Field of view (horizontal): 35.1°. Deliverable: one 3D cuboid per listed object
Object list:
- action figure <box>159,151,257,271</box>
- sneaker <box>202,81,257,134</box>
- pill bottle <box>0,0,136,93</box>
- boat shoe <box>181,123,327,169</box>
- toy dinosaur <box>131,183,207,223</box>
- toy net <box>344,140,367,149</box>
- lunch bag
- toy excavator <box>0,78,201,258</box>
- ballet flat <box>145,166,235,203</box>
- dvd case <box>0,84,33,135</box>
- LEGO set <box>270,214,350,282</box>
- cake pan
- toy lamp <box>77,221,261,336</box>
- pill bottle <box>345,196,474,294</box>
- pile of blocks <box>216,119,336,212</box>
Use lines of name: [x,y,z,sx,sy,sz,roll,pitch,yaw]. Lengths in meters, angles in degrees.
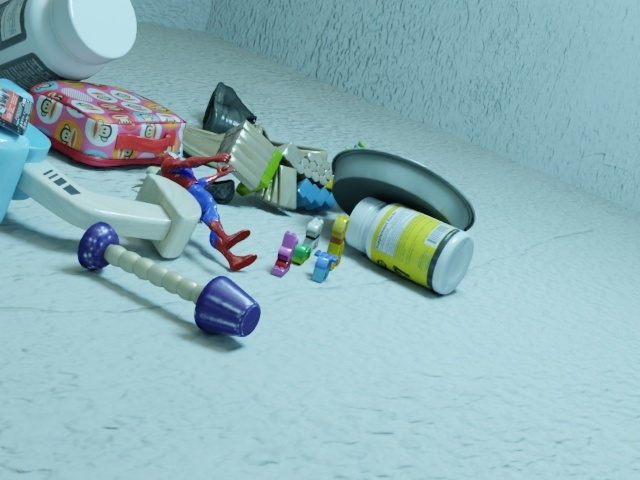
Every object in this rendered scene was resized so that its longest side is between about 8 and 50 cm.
action figure: [-0.165,-0.081,1.660,0.139,0.091,0.280,-30,51,-19]
sneaker: [-0.223,-0.307,2.522,0.130,0.109,0.286,19,24,-13]
pill bottle: [-0.560,-0.411,2.070,0.361,0.204,0.204,-9,-2,37]
boat shoe: [-0.151,-0.201,2.192,0.341,0.110,0.121,18,16,5]
toy dinosaur: [-0.258,-0.078,1.766,0.112,0.064,0.211,9,17,-20]
toy net: [0.136,-0.107,2.064,0.232,0.045,0.122,51,0,6]
lunch bag: [-0.408,-0.225,2.005,0.258,0.120,0.293,26,18,27]
toy excavator: [-0.451,-0.100,1.478,0.445,0.222,0.433,37,22,18]
ballet flat: [-0.246,-0.114,1.922,0.173,0.049,0.057,15,15,-3]
dvd case: [-0.458,-0.196,1.397,0.119,0.013,0.087,29,26,-25]
LEGO set: [0.000,0.000,1.704,0.087,0.093,0.227,19,16,9]
cake pan: [0.145,-0.070,1.902,0.293,0.054,0.293,23,-20,9]
toy lamp: [-0.203,0.056,1.360,0.275,0.080,0.080,22,17,27]
pill bottle: [0.156,0.004,1.800,0.208,0.119,0.119,26,19,29]
pile of blocks: [-0.073,-0.117,2.028,0.362,0.149,0.113,16,-22,-38]
